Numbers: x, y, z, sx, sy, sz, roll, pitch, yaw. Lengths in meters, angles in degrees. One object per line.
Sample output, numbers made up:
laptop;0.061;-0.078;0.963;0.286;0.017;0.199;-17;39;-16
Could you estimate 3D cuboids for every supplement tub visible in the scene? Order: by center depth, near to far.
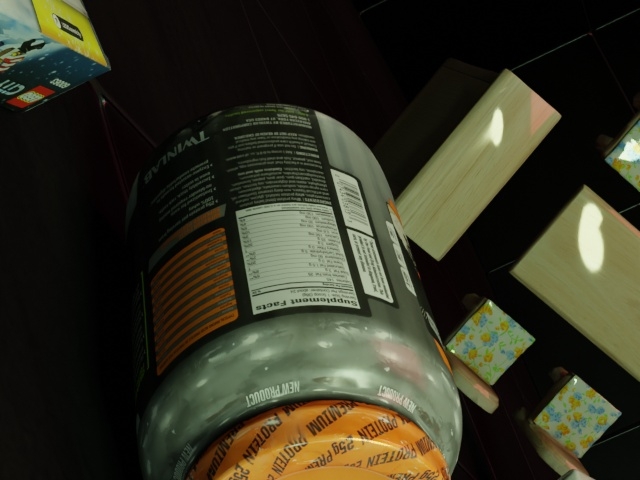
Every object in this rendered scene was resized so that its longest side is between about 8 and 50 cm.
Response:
supplement tub;-0.014;0.041;0.511;0.117;0.117;0.190;58;11;-37

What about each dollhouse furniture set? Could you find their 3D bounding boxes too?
dollhouse furniture set;0.248;0.009;1.336;0.394;0.362;0.256;39;6;-11

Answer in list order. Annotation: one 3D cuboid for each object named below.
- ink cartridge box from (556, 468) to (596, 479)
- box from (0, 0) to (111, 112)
ink cartridge box;0.299;0.351;1.161;0.283;0.117;0.207;30;28;-30
box;-0.151;-0.135;0.418;0.159;0.044;0.233;66;9;8
